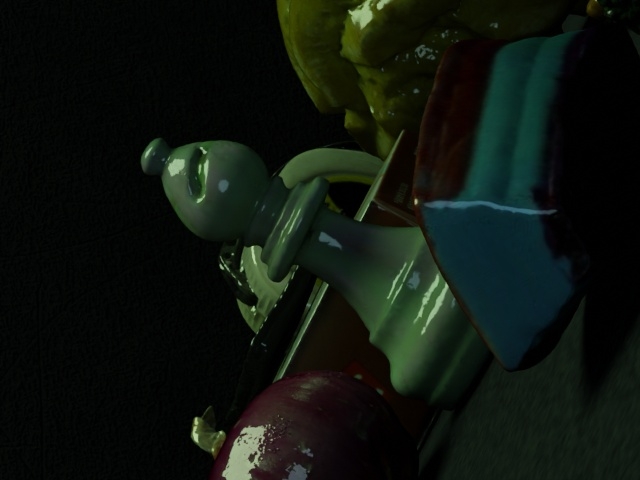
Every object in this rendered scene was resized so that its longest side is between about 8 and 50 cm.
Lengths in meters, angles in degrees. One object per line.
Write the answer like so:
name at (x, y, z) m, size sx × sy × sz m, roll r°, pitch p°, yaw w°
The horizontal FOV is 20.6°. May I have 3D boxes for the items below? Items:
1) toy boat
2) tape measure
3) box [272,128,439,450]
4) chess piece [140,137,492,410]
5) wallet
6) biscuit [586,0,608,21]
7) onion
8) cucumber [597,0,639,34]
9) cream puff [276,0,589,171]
toy boat at (0.114, -0.049, 0.892) m, size 0.079 × 0.136 × 0.392 m, roll -26°, pitch 11°, yaw 20°
tape measure at (0.030, 0.002, 1.820) m, size 0.133 × 0.231 × 0.271 m, roll 112°, pitch -176°, yaw -58°
box at (0.035, 0.104, 1.501) m, size 0.344 × 0.122 × 0.385 m, roll -63°, pitch -1°, yaw 13°
chess piece at (0.000, 0.000, 1.208) m, size 0.139 × 0.272 × 0.139 m, roll -63°, pitch 1°, yaw 1°
wallet at (-0.035, 0.076, 1.476) m, size 0.244 × 0.025 × 0.124 m, roll 110°, pitch -175°, yaw -69°
biscuit at (0.249, -0.230, 1.340) m, size 0.144 × 0.033 × 0.224 m, roll -62°, pitch -3°, yaw 3°
onion at (-0.015, 0.171, 1.179) m, size 0.177 × 0.153 × 0.177 m, roll -59°, pitch 13°, yaw 23°
cucumber at (0.173, -0.136, 0.778) m, size 0.077 × 0.077 × 0.265 m, roll -64°, pitch 1°, yaw 2°
cream puff at (0.131, -0.204, 1.702) m, size 0.291 × 0.324 × 0.257 m, roll -132°, pitch 28°, yaw -79°
